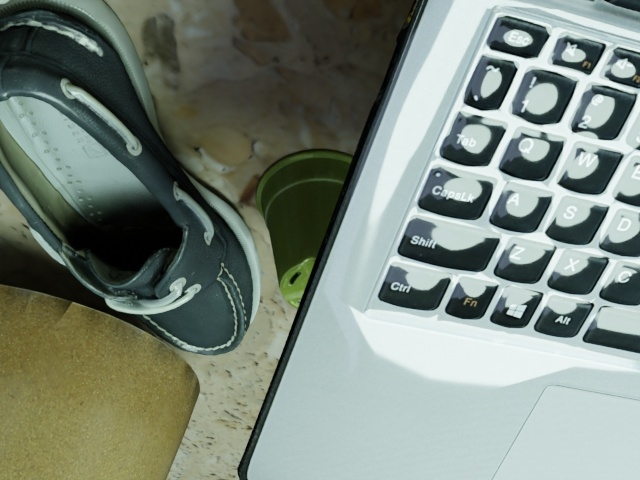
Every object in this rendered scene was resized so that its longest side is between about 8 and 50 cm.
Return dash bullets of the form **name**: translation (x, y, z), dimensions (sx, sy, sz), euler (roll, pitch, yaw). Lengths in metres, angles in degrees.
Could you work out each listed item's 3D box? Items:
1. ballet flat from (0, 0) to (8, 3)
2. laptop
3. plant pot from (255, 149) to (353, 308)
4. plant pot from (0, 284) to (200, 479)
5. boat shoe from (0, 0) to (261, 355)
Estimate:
- **ballet flat**: translation (-0.198, -0.138, 0.482), dimensions (0.203, 0.074, 0.074), euler (-16, 136, 7)
- **laptop**: translation (0.211, 0.044, 0.303), dimensions (0.381, 0.236, 0.408), euler (12, 122, -14)
- **plant pot**: translation (0.000, 0.000, 0.619), dimensions (0.083, 0.079, 0.083), euler (-1, 136, -1)
- **plant pot**: translation (-0.225, 0.191, 0.653), dimensions (0.237, 0.254, 0.237), euler (9, 151, 5)
- **boat shoe**: translation (-0.119, -0.008, 0.598), dimensions (0.114, 0.091, 0.302), euler (-16, 135, 15)
